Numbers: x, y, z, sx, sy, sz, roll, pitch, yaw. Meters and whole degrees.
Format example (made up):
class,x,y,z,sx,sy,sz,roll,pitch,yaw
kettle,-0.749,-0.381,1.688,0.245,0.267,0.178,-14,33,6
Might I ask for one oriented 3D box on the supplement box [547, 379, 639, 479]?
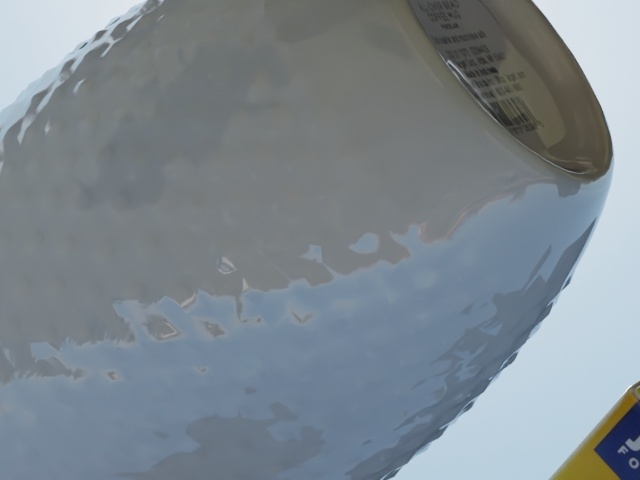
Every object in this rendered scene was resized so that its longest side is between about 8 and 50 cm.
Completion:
class,x,y,z,sx,sy,sz,roll,pitch,yaw
supplement box,0.215,0.235,1.259,0.195,0.356,0.194,48,-138,17

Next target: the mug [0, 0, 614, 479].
class,x,y,z,sx,sy,sz,roll,pitch,yaw
mug,0.000,0.000,1.055,0.374,0.328,0.276,5,-128,-55
